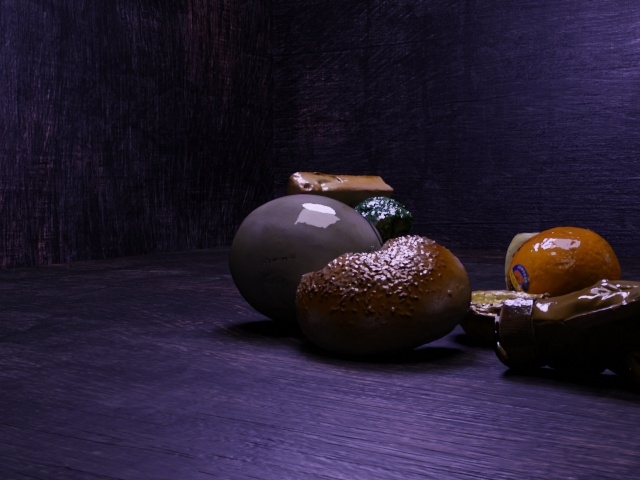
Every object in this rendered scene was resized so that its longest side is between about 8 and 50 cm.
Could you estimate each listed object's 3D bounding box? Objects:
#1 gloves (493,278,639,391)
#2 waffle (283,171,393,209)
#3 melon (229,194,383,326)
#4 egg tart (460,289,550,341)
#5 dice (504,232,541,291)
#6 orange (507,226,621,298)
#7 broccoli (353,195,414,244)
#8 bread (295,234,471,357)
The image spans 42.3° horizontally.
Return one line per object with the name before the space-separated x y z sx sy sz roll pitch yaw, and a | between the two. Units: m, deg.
gloves | 0.412 0.132 1.187 0.331 0.154 0.141 -6 1 40
waffle | 0.000 -0.001 2.013 0.304 0.348 0.077 -4 33 -42
melon | -0.022 0.044 1.633 0.330 0.268 0.268 11 9 31
egg tart | 0.329 0.138 1.525 0.213 0.090 0.212 1 2 0
dice | 0.551 0.068 1.967 0.169 0.169 0.166 3 5 42
orange | 0.484 0.075 1.648 0.219 0.193 0.219 -21 -32 -14
broccoli | 0.120 0.038 1.880 0.275 0.308 0.308 40 19 18
bread | 0.096 0.104 1.394 0.314 0.171 0.192 -9 19 11
